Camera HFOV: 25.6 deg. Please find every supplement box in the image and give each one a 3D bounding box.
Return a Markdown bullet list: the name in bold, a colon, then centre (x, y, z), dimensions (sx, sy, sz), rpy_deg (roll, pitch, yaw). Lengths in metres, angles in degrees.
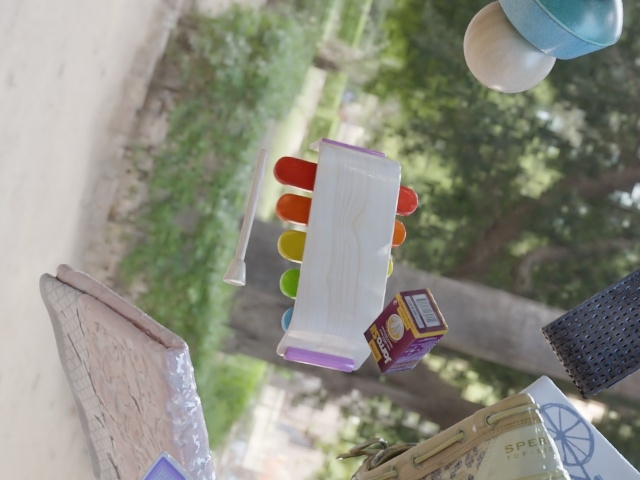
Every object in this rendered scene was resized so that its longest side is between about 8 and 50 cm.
- **supplement box**: centre (0.089, 0.095, 1.484), dimensions (0.083, 0.043, 0.055), rpy_deg (-54, -127, 44)

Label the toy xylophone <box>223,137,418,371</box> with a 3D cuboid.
- **toy xylophone**: centre (0.000, 0.000, 1.856), dimensions (0.081, 0.236, 0.323), rpy_deg (137, -27, -67)

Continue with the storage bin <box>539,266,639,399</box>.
- **storage bin**: centre (0.317, 0.076, 1.402), dimensions (0.180, 0.084, 0.122), rpy_deg (-33, 172, 6)

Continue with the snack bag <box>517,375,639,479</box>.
- **snack bag**: centre (0.284, 0.338, 1.586), dimensions (0.323, 0.342, 0.037), rpy_deg (-30, 159, -44)

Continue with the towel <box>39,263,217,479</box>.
- **towel**: centre (-0.222, 0.218, 1.698), dimensions (0.317, 0.053, 0.332), rpy_deg (27, -46, 49)

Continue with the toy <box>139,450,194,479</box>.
- **toy**: centre (-0.101, 0.288, 1.151), dimensions (0.137, 0.056, 0.237), rpy_deg (-53, 136, -18)

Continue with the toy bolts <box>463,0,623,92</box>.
- **toy bolts**: centre (0.131, -0.210, 0.911), dimensions (0.218, 0.228, 0.158), rpy_deg (-6, 149, -48)

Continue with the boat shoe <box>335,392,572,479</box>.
- **boat shoe**: centre (0.092, 0.181, 1.089), dimensions (0.285, 0.104, 0.089), rpy_deg (-25, -106, 55)
